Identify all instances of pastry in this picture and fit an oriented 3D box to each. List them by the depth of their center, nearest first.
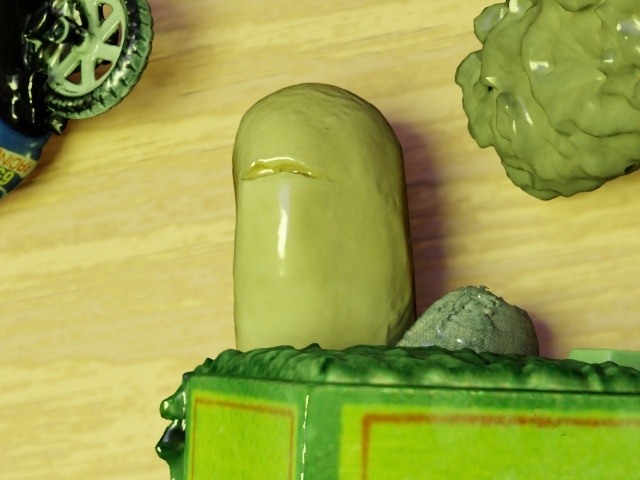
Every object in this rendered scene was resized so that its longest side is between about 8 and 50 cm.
[{"bbox_3d":[0.000,0.000,0.751,0.092,0.156,0.156,-8,72,4],"label":"pastry"}]

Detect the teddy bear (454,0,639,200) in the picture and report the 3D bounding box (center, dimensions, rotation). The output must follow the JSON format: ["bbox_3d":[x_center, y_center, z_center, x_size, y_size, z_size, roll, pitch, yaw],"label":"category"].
[{"bbox_3d":[0.218,-0.223,0.697,0.368,0.357,0.224,-29,24,-21],"label":"teddy bear"}]

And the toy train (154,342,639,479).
[{"bbox_3d":[0.064,0.132,0.598,0.272,0.159,0.188,5,85,-23],"label":"toy train"}]

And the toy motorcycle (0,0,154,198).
[{"bbox_3d":[-0.230,-0.114,0.888,0.315,0.113,0.168,27,93,32],"label":"toy motorcycle"}]

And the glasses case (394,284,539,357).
[{"bbox_3d":[0.026,0.152,0.720,0.067,0.109,0.282,20,80,29],"label":"glasses case"}]
